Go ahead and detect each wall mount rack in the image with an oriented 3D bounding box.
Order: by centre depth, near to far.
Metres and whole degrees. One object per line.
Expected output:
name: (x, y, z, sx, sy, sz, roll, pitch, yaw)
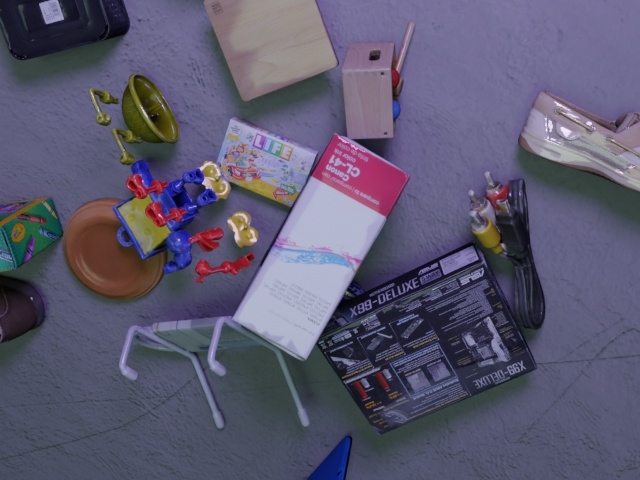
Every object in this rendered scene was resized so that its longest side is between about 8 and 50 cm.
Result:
wall mount rack: (-0.178, 0.237, 1.305, 0.350, 0.130, 0.304, -9, 149, 30)

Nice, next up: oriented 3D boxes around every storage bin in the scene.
storage bin: (-0.413, -0.367, 1.154, 0.180, 0.084, 0.122, -9, 109, 14)

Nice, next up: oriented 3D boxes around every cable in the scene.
cable: (0.311, 0.014, 1.184, 0.072, 0.139, 0.287, 2, 134, 34)

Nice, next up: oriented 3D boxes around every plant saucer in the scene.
plant saucer: (-0.382, 0.023, 1.326, 0.200, 0.037, 0.200, 3, 111, 8)

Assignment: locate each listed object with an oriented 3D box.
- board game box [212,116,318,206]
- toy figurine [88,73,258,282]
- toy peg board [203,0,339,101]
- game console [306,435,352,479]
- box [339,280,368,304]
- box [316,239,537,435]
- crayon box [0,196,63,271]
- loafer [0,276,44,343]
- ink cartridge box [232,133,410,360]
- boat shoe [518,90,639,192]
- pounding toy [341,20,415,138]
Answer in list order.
board game box: (-0.093, -0.131, 1.220, 0.154, 0.026, 0.103, 22, 113, 1)
toy figurine: (-0.296, -0.061, 1.197, 0.217, 0.191, 0.362, -30, 94, 34)
toy peg board: (-0.068, -0.321, 1.114, 0.161, 0.079, 0.161, -17, 105, 16)
game console: (0.015, 0.556, 1.324, 0.173, 0.293, 0.250, -20, 107, 17)
box: (0.014, 0.081, 1.265, 0.169, 0.059, 0.054, 35, 112, -4)
box: (0.176, 0.172, 1.224, 0.307, 0.076, 0.242, -27, 116, 12)
crayon box: (-0.630, -0.001, 1.290, 0.278, 0.165, 0.081, -6, 110, 13)
loafer: (-0.718, 0.116, 1.370, 0.365, 0.130, 0.134, 6, 112, 8)
ink cartridge box: (0.000, 0.000, 1.107, 0.131, 0.226, 0.306, 31, 95, -4)
boat shoe: (0.455, -0.140, 1.079, 0.302, 0.109, 0.098, 20, 114, 8)
pounding toy: (0.092, -0.244, 1.098, 0.100, 0.141, 0.130, 0, 125, 10)
